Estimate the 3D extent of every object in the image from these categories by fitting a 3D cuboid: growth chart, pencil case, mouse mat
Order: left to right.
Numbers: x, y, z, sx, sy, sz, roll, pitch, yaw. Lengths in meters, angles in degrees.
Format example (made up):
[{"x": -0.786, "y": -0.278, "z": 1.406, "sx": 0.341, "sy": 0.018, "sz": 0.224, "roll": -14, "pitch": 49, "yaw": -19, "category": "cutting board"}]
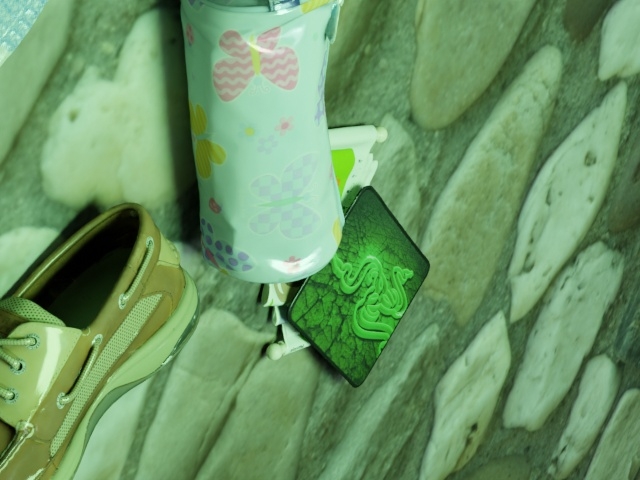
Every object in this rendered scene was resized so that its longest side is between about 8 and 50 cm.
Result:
[{"x": -0.043, "y": -0.098, "z": 1.313, "sx": 0.124, "sy": 0.113, "sz": 0.273, "roll": -18, "pitch": 129, "yaw": -24, "category": "pencil case"}, {"x": 0.000, "y": 0.000, "z": 1.536, "sx": 0.172, "sy": 0.021, "sz": 0.237, "roll": -23, "pitch": 128, "yaw": -47, "category": "growth chart"}, {"x": 0.041, "y": 0.048, "z": 1.597, "sx": 0.152, "sy": 0.007, "sz": 0.189, "roll": -59, "pitch": 147, "yaw": -12, "category": "mouse mat"}]

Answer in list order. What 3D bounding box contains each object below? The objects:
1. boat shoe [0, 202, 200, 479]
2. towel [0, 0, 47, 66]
[{"x": -0.214, "y": 0.092, "z": 1.191, "sx": 0.324, "sy": 0.123, "sz": 0.120, "roll": -52, "pitch": 141, "yaw": -38, "category": "boat shoe"}, {"x": -0.224, "y": -0.220, "z": 1.038, "sx": 0.285, "sy": 0.034, "sz": 0.209, "roll": -58, "pitch": 146, "yaw": -18, "category": "towel"}]
